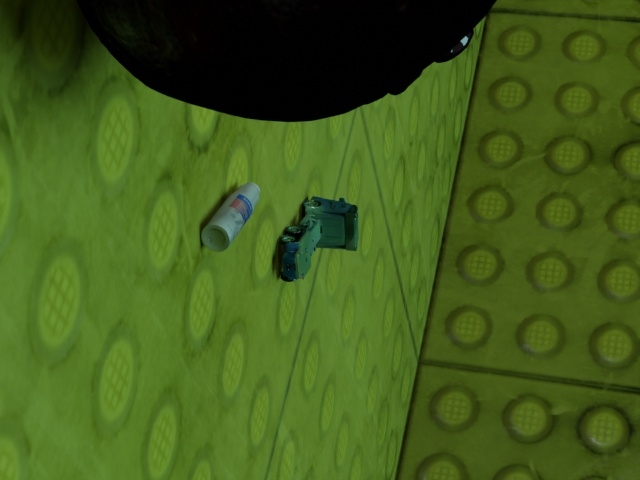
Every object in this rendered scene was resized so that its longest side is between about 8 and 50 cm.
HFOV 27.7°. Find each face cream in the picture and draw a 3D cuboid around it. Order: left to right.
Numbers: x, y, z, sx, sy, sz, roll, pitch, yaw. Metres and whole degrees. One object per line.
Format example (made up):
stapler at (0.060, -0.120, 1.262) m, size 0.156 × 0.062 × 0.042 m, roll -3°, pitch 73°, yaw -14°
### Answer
face cream at (-0.095, -0.031, 1.436) m, size 0.130 × 0.034 × 0.034 m, roll -60°, pitch 153°, yaw -60°

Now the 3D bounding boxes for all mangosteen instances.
mangosteen at (-0.039, -0.301, 0.947) m, size 0.435 × 0.382 × 0.382 m, roll 53°, pitch 35°, yaw -25°

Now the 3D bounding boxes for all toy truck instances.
toy truck at (0.000, 0.000, 1.733) m, size 0.175 × 0.081 × 0.067 m, roll -56°, pitch 148°, yaw -62°
